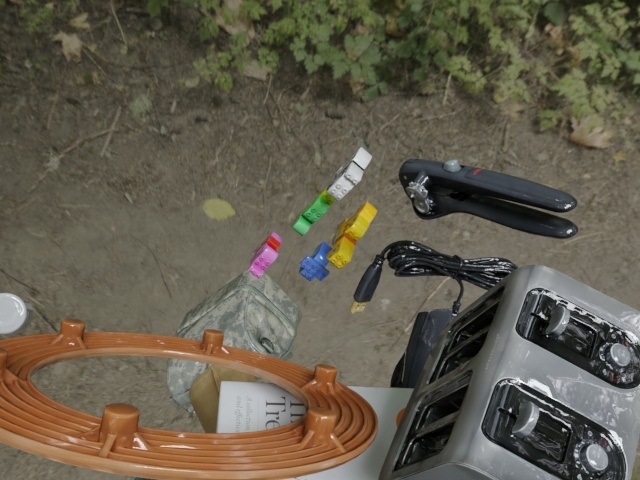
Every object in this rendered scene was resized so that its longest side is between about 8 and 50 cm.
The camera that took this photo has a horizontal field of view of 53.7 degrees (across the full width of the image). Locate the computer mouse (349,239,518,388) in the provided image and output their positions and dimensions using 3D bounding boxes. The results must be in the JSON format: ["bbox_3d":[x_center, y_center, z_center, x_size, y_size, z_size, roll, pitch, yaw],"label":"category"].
[{"bbox_3d":[0.117,0.124,0.759,0.184,0.060,0.262,15,119,-7],"label":"computer mouse"}]

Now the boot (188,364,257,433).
[{"bbox_3d":[-0.094,0.278,1.001,0.236,0.089,0.269,-40,43,7],"label":"boot"}]

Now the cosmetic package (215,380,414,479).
[{"bbox_3d":[0.041,0.306,0.546,0.285,0.097,0.377,5,42,-9],"label":"cosmetic package"}]

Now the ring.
[{"bbox_3d":[-0.117,0.111,0.517,0.337,0.336,0.032,11,92,-6],"label":"ring"}]

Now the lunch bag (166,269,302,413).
[{"bbox_3d":[-0.216,0.255,1.519,0.305,0.256,0.212,-33,108,23],"label":"lunch bag"}]

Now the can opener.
[{"bbox_3d":[0.141,-0.043,0.556,0.073,0.186,0.059,-40,121,-19],"label":"can opener"}]

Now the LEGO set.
[{"bbox_3d":[0.000,0.000,0.799,0.087,0.227,0.093,39,33,-12],"label":"LEGO set"}]

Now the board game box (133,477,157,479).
[{"bbox_3d":[-0.281,0.624,1.219,0.079,0.254,0.336,-21,97,8],"label":"board game box"}]

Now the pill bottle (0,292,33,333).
[{"bbox_3d":[-0.736,0.175,1.500,0.094,0.169,0.094,2,81,-16],"label":"pill bottle"}]

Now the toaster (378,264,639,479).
[{"bbox_3d":[0.141,0.129,0.471,0.110,0.185,0.168,32,59,1],"label":"toaster"}]
